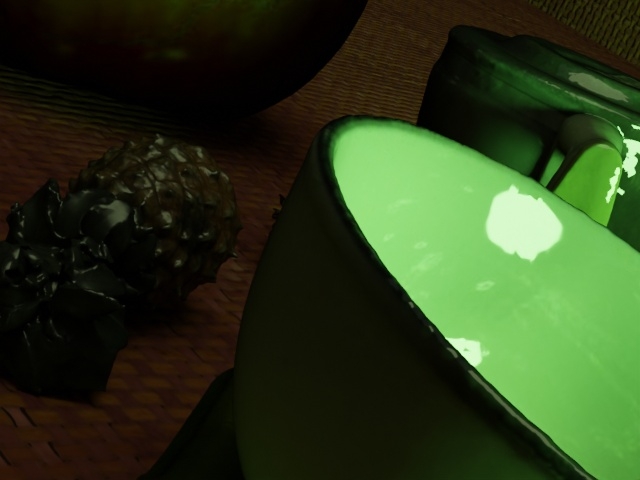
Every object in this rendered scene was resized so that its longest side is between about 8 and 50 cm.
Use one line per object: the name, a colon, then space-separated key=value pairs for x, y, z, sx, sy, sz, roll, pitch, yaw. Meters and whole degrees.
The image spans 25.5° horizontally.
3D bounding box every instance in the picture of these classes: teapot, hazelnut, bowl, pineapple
teapot: x=0.186 y=-0.011 z=1.080 sx=0.239 sy=0.239 sz=0.321 roll=14 pitch=17 yaw=-25
hazelnut: x=-0.153 y=-0.313 z=1.321 sx=0.429 sy=0.402 sz=0.402 roll=12 pitch=22 yaw=-18
bowl: x=0.095 y=0.121 z=0.648 sx=0.354 sy=0.185 sz=0.354 roll=31 pitch=19 yaw=-12
pineapple: x=-0.135 y=0.011 z=0.851 sx=0.119 sy=0.111 sz=0.237 roll=-3 pitch=17 yaw=25

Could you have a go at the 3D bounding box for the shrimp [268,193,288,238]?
shrimp: x=-0.001 y=0.001 z=1.085 sx=0.073 sy=0.075 sz=0.190 roll=-18 pitch=22 yaw=-15

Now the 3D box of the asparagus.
asparagus: x=-0.064 y=0.132 z=0.671 sx=0.067 sy=0.060 sz=0.278 roll=6 pitch=16 yaw=11
